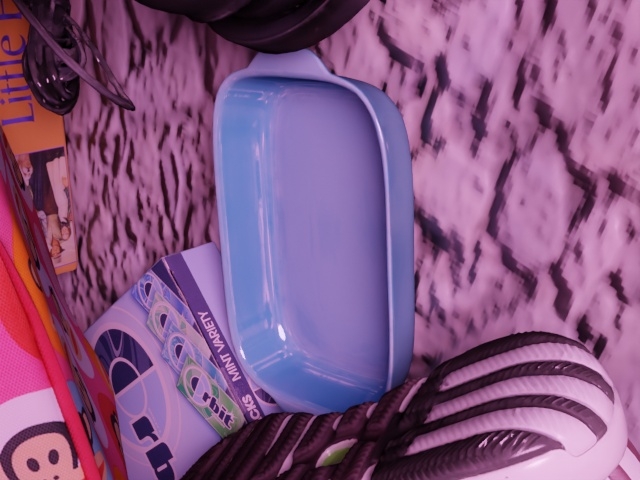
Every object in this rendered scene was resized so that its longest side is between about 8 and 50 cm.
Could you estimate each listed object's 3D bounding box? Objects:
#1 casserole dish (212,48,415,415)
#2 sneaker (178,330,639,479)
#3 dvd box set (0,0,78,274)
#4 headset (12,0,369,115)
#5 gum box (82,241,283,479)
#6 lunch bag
[{"bbox_3d":[0.000,0.000,0.461,0.114,0.037,0.188,13,114,42],"label":"casserole dish"},{"bbox_3d":[0.035,0.152,0.411,0.162,0.106,0.281,51,137,-11],"label":"sneaker"},{"bbox_3d":[-0.295,-0.200,0.670,0.307,0.062,0.420,14,113,42],"label":"dvd box set"},{"bbox_3d":[-0.088,-0.171,0.374,0.394,0.243,0.185,131,138,-61],"label":"headset"},{"bbox_3d":[-0.087,0.111,0.584,0.184,0.041,0.157,-39,76,46],"label":"gum box"},{"bbox_3d":[-0.182,0.012,0.454,0.293,0.120,0.258,-141,36,-65],"label":"lunch bag"}]
